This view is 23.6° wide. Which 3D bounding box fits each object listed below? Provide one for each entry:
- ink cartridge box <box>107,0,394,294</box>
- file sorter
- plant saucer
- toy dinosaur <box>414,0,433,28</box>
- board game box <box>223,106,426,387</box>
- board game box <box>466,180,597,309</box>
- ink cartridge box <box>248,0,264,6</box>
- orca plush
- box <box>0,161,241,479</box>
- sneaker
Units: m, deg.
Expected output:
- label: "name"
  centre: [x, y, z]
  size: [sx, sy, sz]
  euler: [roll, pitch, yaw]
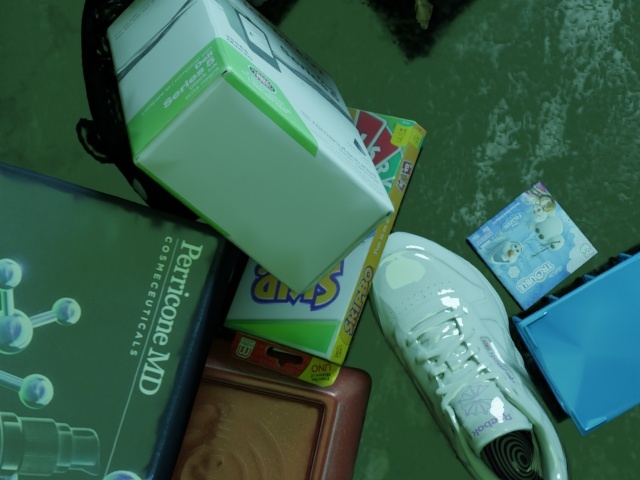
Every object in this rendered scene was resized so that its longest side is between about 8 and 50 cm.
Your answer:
- label: "ink cartridge box"
  centre: [-0.068, -0.109, 1.321]
  size: [0.115, 0.273, 0.198]
  euler: [-43, 120, 14]
- label: "file sorter"
  centre: [0.278, 0.080, 1.421]
  size: [0.170, 0.104, 0.118]
  euler: [-30, 93, 0]
- label: "plant saucer"
  centre: [-0.102, 0.224, 1.460]
  size: [0.259, 0.048, 0.258]
  euler: [12, 87, 4]
- label: "toy dinosaur"
  centre: [0.064, -0.281, 1.450]
  size: [0.183, 0.053, 0.093]
  euler: [40, 48, -32]
- label: "board game box"
  centre: [0.000, 0.000, 1.441]
  size: [0.124, 0.039, 0.259]
  euler: [15, 83, 32]
- label: "board game box"
  centre: [0.203, 0.005, 1.475]
  size: [0.090, 0.020, 0.090]
  euler: [-39, 87, 0]
- label: "ink cartridge box"
  centre: [-0.056, -0.324, 1.408]
  size: [0.092, 0.218, 0.158]
  euler: [37, 88, 9]
- label: "orca plush"
  centre: [-0.167, -0.164, 1.459]
  size: [0.151, 0.102, 0.287]
  euler: [-2, 86, 2]
- label: "box"
  centre: [-0.301, 0.081, 1.342]
  size: [0.395, 0.212, 0.293]
  euler: [16, 86, 0]
- label: "sneaker"
  centre: [0.144, 0.121, 1.405]
  size: [0.114, 0.152, 0.305]
  euler: [-33, 84, 2]
